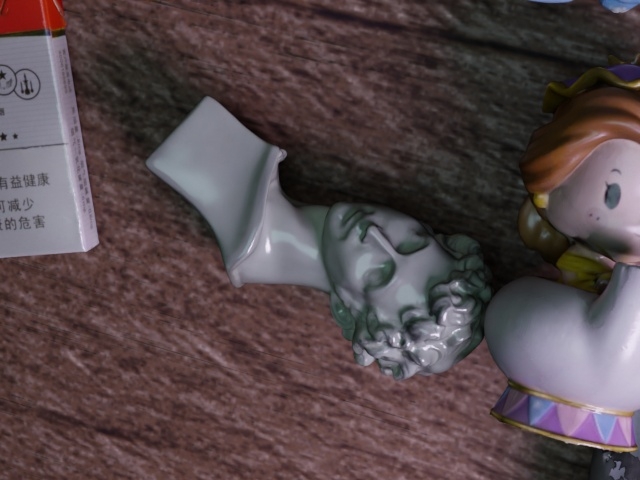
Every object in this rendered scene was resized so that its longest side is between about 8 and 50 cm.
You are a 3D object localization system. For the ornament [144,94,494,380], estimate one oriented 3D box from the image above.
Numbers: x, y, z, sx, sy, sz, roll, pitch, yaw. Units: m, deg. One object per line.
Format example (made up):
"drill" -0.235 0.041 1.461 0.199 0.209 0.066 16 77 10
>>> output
"ornament" -0.004 0.003 0.977 0.285 0.130 0.120 29 91 14

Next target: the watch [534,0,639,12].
"watch" 0.198 -0.262 0.843 0.211 0.211 0.193 -15 84 16

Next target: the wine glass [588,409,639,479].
"wine glass" 0.255 0.282 0.967 0.143 0.143 0.321 -1 101 14

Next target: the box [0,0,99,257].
"box" -0.261 -0.107 1.052 0.139 0.035 0.245 -5 101 15

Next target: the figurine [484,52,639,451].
"figurine" 0.190 0.001 0.887 0.142 0.189 0.263 12 90 -15
